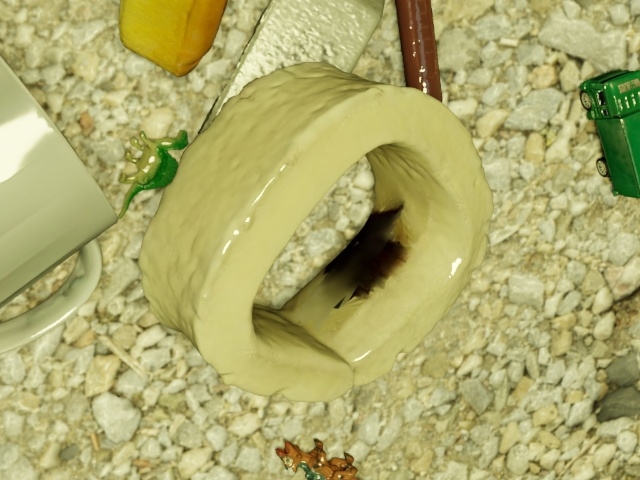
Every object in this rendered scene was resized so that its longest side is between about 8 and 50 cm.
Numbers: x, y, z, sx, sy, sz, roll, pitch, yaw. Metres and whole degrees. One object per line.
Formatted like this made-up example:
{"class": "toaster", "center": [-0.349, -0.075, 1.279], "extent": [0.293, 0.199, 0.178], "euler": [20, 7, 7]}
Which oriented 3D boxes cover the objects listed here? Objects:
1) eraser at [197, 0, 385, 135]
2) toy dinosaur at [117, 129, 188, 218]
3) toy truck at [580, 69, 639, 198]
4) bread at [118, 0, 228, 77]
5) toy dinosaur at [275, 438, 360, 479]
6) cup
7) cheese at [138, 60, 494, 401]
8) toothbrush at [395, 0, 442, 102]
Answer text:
{"class": "eraser", "center": [-0.048, -0.155, 0.749], "extent": [0.111, 0.077, 0.352], "euler": [29, 92, -12]}
{"class": "toy dinosaur", "center": [-0.189, -0.073, 0.764], "extent": [0.060, 0.029, 0.119], "euler": [21, 97, -29]}
{"class": "toy truck", "center": [0.366, -0.130, 0.828], "extent": [0.065, 0.079, 0.147], "euler": [-21, 99, -6]}
{"class": "bread", "center": [-0.124, -0.255, 0.649], "extent": [0.094, 0.245, 0.102], "euler": [25, 57, -8]}
{"class": "toy dinosaur", "center": [0.014, 0.284, 0.840], "extent": [0.154, 0.049, 0.055], "euler": [32, 89, -8]}
{"class": "cup", "center": [-0.370, 0.012, 0.630], "extent": [0.327, 0.237, 0.322], "euler": [-40, 140, -15]}
{"class": "cheese", "center": [0.003, 0.003, 0.685], "extent": [0.332, 0.153, 0.292], "euler": [-45, 130, -9]}
{"class": "toothbrush", "center": [0.095, -0.326, 0.767], "extent": [0.041, 0.041, 0.363], "euler": [-9, 96, -9]}
